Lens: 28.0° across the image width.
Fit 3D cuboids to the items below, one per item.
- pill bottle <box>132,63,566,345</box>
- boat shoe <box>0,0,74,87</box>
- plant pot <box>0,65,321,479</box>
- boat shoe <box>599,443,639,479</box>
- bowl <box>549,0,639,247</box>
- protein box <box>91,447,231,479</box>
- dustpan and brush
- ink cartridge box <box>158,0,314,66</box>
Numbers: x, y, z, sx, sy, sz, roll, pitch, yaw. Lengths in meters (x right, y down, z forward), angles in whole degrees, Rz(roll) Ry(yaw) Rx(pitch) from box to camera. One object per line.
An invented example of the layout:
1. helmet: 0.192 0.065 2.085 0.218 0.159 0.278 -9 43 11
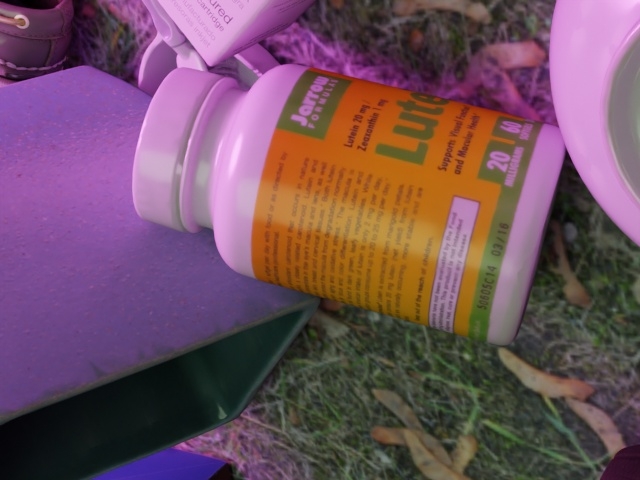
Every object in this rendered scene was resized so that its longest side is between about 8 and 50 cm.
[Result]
1. pill bottle: 0.017 -0.031 0.789 0.245 0.136 0.136 15 124 10
2. boat shoe: -0.315 -0.228 0.991 0.305 0.109 0.091 37 131 7
3. plant pot: -0.190 0.023 0.925 0.252 0.247 0.247 62 152 16
4. boat shoe: 0.314 0.227 0.765 0.324 0.122 0.120 19 128 28
5. bowl: 0.232 -0.079 0.645 0.297 0.134 0.298 17 123 28
6. protein box: -0.203 0.282 1.122 0.199 0.201 0.136 7 118 34
7. dustpan and brush: -0.088 -0.125 0.906 0.147 0.060 0.211 -5 111 38
8. ink cartridge box: -0.030 -0.248 0.768 0.172 0.100 0.237 52 133 1
